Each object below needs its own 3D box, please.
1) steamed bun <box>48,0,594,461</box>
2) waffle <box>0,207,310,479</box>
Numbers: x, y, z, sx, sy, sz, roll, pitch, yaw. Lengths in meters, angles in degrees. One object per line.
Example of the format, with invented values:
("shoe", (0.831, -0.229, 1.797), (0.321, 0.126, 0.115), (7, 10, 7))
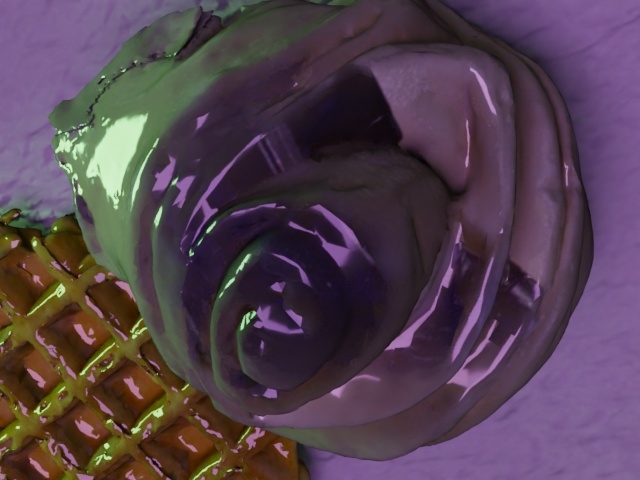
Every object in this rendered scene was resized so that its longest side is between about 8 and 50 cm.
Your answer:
("steamed bun", (0.000, 0.000, 1.015), (0.394, 0.237, 0.347), (12, 106, -3))
("waffle", (-0.185, 0.153, 1.266), (0.379, 0.095, 0.382), (3, 114, 16))
